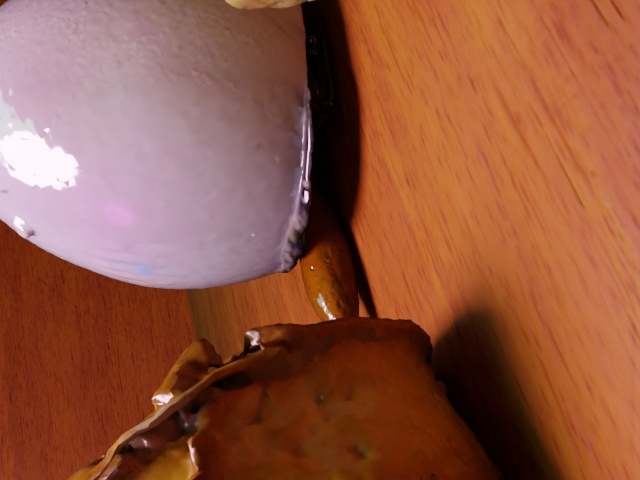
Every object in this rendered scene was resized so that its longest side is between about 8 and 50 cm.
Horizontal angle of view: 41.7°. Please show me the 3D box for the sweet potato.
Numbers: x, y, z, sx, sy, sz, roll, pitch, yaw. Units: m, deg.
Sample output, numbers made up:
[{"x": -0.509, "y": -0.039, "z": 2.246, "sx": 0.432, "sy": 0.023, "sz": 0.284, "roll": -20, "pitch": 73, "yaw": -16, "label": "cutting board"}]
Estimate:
[{"x": 0.001, "y": -0.001, "z": 0.861, "sx": 0.057, "sy": 0.057, "sz": 0.264, "roll": 99, "pitch": 164, "yaw": -48, "label": "sweet potato"}]

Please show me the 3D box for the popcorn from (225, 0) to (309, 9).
[{"x": -0.043, "y": -0.263, "z": 0.535, "sx": 0.212, "sy": 0.259, "sz": 0.259, "roll": -57, "pitch": 34, "yaw": 26, "label": "popcorn"}]

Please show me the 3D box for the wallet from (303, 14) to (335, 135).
[{"x": -0.025, "y": -0.156, "z": 0.911, "sx": 0.198, "sy": 0.031, "sz": 0.110, "roll": 138, "pitch": 125, "yaw": -73, "label": "wallet"}]

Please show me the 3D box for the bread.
[{"x": -0.020, "y": 0.223, "z": 0.595, "sx": 0.204, "sy": 0.337, "sz": 0.358, "roll": 42, "pitch": 146, "yaw": 32, "label": "bread"}]

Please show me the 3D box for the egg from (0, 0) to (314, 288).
[{"x": -0.202, "y": -0.123, "z": 0.865, "sx": 0.354, "sy": 0.340, "sz": 0.354, "roll": 179, "pitch": 90, "yaw": -77, "label": "egg"}]
